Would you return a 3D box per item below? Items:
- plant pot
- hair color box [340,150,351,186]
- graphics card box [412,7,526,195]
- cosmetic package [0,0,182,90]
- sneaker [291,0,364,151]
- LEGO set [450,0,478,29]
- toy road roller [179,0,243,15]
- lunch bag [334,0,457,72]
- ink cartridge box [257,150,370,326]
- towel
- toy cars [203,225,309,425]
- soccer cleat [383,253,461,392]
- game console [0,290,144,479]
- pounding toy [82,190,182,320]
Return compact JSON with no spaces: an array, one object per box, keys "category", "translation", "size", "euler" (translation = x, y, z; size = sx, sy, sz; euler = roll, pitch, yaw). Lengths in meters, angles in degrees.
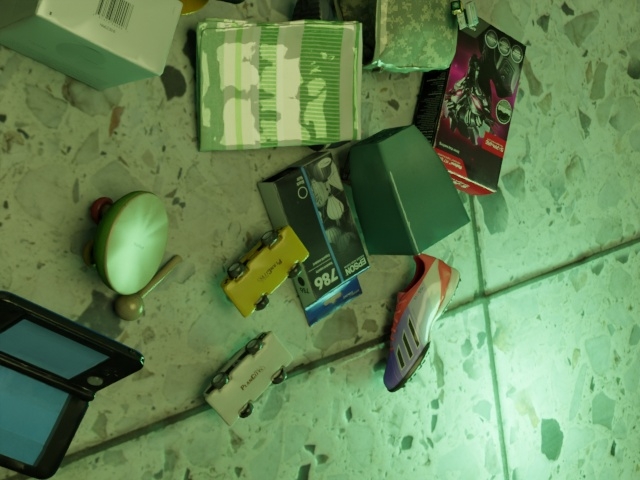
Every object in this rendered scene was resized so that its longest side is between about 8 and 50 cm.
[{"category":"plant pot","translation":[0.165,-0.110,2.031],"size":[0.165,0.165,0.234],"euler":[-30,105,-31]},{"category":"hair color box","translation":[0.114,-0.135,2.111],"size":[0.141,0.043,0.072],"euler":[23,79,-36]},{"category":"graphics card box","translation":[0.335,-0.313,2.246],"size":[0.232,0.094,0.371],"euler":[20,79,-36]},{"category":"cosmetic package","translation":[-0.387,-0.359,1.598],"size":[0.224,0.224,0.138],"euler":[23,75,-36]},{"category":"sneaker","translation":[0.019,-0.347,1.991],"size":[0.131,0.112,0.319],"euler":[-14,108,-35]},{"category":"LEGO set","translation":[0.306,-0.538,2.051],"size":[0.244,0.060,0.183],"euler":[-42,122,-65]},{"category":"toy road roller","translation":[-0.254,-0.552,1.677],"size":[0.202,0.240,0.330],"euler":[0,95,-40]},{"category":"lunch bag","translation":[0.156,-0.489,2.052],"size":[0.235,0.168,0.287],"euler":[-6,91,-39]},{"category":"ink cartridge box","translation":[0.000,0.000,2.017],"size":[0.165,0.065,0.333],"euler":[-32,111,-33]},{"category":"towel","translation":[-0.075,-0.300,1.877],"size":[0.324,0.038,0.248],"euler":[-5,104,-17]},{"category":"toy cars","translation":[-0.135,0.159,1.908],"size":[0.176,0.087,0.394],"euler":[9,89,-33]},{"category":"soccer cleat","translation":[0.197,0.179,2.165],"size":[0.116,0.108,0.318],"euler":[31,74,-13]},{"category":"game console","translation":[-0.478,0.243,1.593],"size":[0.293,0.250,0.173],"euler":[31,46,-35]},{"category":"pounding toy","translation":[-0.356,0.010,1.732],"size":[0.183,0.110,0.237],"euler":[-59,153,-33]}]
